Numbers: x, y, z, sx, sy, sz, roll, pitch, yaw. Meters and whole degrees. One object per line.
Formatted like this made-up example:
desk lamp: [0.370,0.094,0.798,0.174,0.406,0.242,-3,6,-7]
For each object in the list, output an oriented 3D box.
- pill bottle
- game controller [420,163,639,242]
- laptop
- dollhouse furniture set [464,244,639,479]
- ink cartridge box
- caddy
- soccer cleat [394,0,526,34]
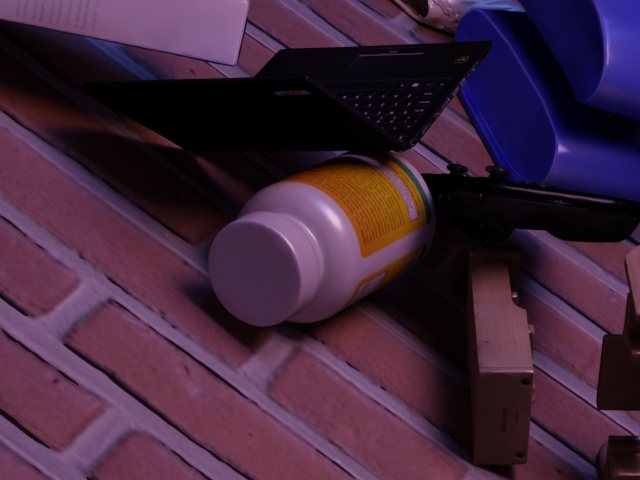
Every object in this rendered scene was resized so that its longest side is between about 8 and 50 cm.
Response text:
pill bottle: [0.000,0.000,1.518,0.117,0.117,0.208,40,31,15]
game controller: [0.178,-0.035,1.632,0.166,0.067,0.319,-1,3,-3]
laptop: [-0.023,-0.148,1.577,0.234,0.137,0.264,3,37,34]
dollhouse furniture set: [0.244,0.094,1.515,0.242,0.212,0.161,1,35,1]
ink cartridge box: [-0.229,-0.213,1.580,0.332,0.065,0.165,12,9,-5]
caddy: [0.285,-0.182,1.925,0.179,0.241,0.341,8,38,-27]
soccer cleat: [0.152,-0.259,2.098,0.196,0.068,0.076,28,34,8]
